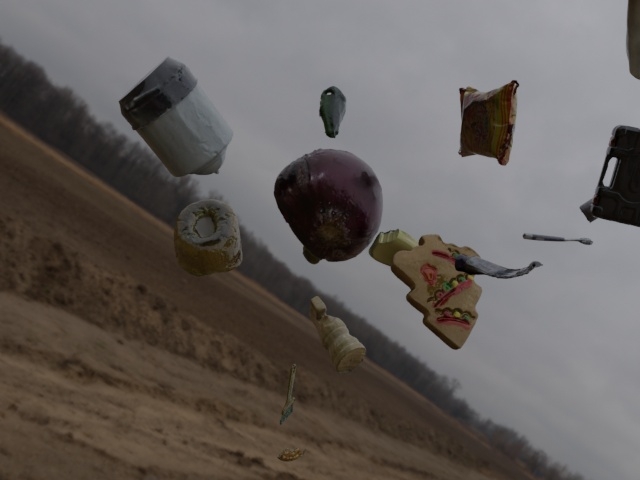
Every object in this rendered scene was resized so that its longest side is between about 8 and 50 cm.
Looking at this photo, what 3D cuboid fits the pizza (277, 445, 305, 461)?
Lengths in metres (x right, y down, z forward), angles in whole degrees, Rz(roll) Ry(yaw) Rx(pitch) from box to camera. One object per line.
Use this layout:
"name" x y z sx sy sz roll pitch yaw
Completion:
"pizza" -0.073 0.538 1.683 0.083 0.037 0.016 -1 15 -34

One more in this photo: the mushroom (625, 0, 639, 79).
"mushroom" 0.709 -0.452 1.446 0.093 0.225 0.116 8 21 43

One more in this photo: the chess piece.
"chess piece" 0.040 0.342 2.482 0.301 0.137 0.137 50 5 38

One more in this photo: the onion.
"onion" 0.050 -0.117 1.885 0.337 0.260 0.282 48 21 -24

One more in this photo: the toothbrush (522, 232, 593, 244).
"toothbrush" 0.808 -0.003 2.266 0.287 0.024 0.026 5 26 -21

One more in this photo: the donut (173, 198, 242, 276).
"donut" -0.349 -0.009 2.048 0.128 0.208 0.261 87 -13 -45

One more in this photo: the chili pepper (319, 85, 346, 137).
"chili pepper" 0.051 -0.464 2.439 0.108 0.216 0.062 14 -27 -21

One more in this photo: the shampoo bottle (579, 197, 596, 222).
"shampoo bottle" 0.931 -0.141 2.116 0.072 0.214 0.072 42 25 -25

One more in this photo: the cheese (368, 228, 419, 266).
"cheese" 0.263 0.050 1.802 0.255 0.050 0.127 25 -44 -3

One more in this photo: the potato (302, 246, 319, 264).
"potato" 0.000 0.000 2.207 0.105 0.188 0.085 33 -35 -6

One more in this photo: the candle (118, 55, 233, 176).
"candle" -0.368 -0.304 1.799 0.343 0.221 0.221 53 -13 -25

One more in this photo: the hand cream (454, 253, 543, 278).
"hand cream" 0.325 0.051 1.238 0.062 0.039 0.163 -14 14 -43

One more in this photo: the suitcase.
"suitcase" 0.945 -0.188 1.998 0.206 0.286 0.066 14 12 11

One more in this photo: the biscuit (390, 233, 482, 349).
"biscuit" 0.249 0.100 1.337 0.212 0.239 0.041 -3 -20 -27

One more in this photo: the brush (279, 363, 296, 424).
"brush" -0.095 0.480 2.110 0.010 0.218 0.082 19 27 19

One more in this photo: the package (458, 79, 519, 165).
"package" 0.471 -0.332 1.865 0.108 0.224 0.288 -2 13 -19
